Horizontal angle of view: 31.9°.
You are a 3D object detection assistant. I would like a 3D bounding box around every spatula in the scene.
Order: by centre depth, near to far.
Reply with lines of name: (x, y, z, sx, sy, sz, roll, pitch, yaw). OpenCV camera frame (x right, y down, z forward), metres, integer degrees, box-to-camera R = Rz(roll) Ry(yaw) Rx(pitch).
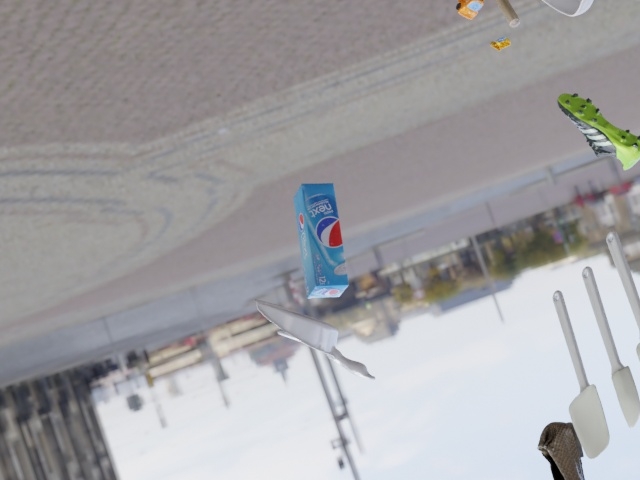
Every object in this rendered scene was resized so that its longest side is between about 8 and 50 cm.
spatula: (0.337, 0.119, 1.330, 0.019, 0.242, 0.168, 12, 136, -23)

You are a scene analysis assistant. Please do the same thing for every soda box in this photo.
soda box: (0.000, 0.000, 2.122, 0.067, 0.210, 0.071, -3, 159, -17)

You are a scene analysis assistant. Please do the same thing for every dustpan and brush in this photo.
dustpan and brush: (0.000, 0.161, 1.778, 0.211, 0.060, 0.147, 19, 178, 21)

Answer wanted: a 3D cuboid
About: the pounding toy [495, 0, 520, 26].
pounding toy: (0.276, -0.458, 1.612, 0.110, 0.183, 0.236, -24, 140, -8)

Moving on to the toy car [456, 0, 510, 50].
toy car: (0.262, -0.356, 1.751, 0.122, 0.060, 0.041, 35, 150, -29)

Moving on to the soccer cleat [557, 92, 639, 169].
soccer cleat: (0.483, -0.190, 1.966, 0.060, 0.179, 0.072, -40, 162, -38)

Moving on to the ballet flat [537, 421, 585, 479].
ballet flat: (0.365, 0.380, 1.618, 0.058, 0.249, 0.084, -3, 151, -12)

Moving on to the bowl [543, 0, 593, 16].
bowl: (0.427, -0.463, 1.901, 0.053, 0.142, 0.142, -10, 129, -28)
